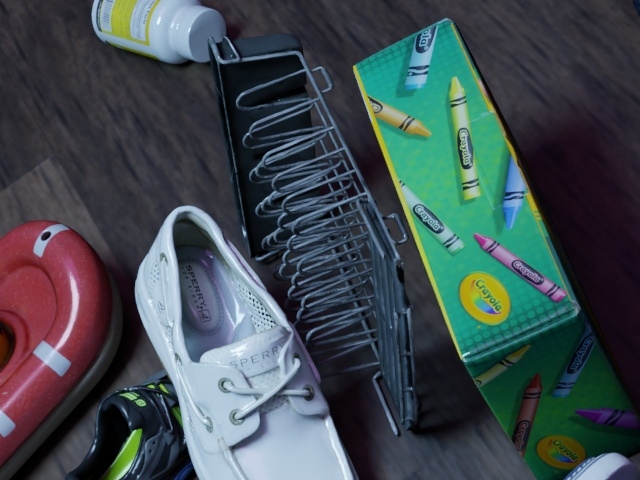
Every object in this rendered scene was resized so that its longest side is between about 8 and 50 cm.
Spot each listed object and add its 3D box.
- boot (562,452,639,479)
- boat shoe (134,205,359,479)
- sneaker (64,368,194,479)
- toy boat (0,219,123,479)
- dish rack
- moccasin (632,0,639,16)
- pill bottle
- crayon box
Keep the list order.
[{"bbox_3d":[0.109,0.192,1.069,0.190,0.069,0.086,-48,51,-10],"label":"boot"},{"bbox_3d":[-0.051,0.096,1.170,0.098,0.096,0.277,-21,62,-22],"label":"boat shoe"},{"bbox_3d":[-0.112,0.126,1.234,0.067,0.078,0.188,22,65,39],"label":"sneaker"},{"bbox_3d":[-0.265,0.075,1.306,0.151,0.151,0.231,29,72,40],"label":"toy boat"},{"bbox_3d":[0.000,0.000,1.195,0.074,0.208,0.271,-17,48,-8],"label":"dish rack"},{"bbox_3d":[0.362,-0.228,1.162,0.342,0.117,0.138,-36,29,24],"label":"moccasin"},{"bbox_3d":[-0.140,-0.190,1.507,0.116,0.065,0.065,21,67,37],"label":"pill bottle"},{"bbox_3d":[0.117,0.005,1.147,0.081,0.165,0.278,-25,48,8],"label":"crayon box"}]
